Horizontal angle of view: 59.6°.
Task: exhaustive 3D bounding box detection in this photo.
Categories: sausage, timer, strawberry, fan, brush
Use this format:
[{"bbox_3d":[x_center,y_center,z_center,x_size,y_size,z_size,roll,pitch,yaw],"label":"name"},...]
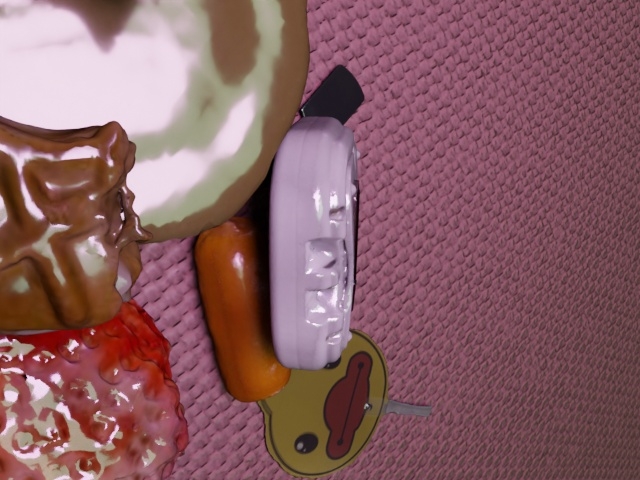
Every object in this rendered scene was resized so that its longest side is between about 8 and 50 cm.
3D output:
[{"bbox_3d":[-0.088,0.085,0.673,0.098,0.098,0.238,-19,110,-29],"label":"sausage"},{"bbox_3d":[0.000,0.000,0.628,0.087,0.237,0.262,2,110,4],"label":"timer"},{"bbox_3d":[-0.275,0.152,0.529,0.265,0.149,0.336,-44,118,-17],"label":"strawberry"},{"bbox_3d":[0.047,0.247,0.837,0.335,0.011,0.230,17,89,-32],"label":"fan"},{"bbox_3d":[-0.014,-0.143,0.724,0.193,0.016,0.063,-52,121,-15],"label":"brush"}]

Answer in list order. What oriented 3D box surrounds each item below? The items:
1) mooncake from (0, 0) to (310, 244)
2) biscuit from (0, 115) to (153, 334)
[{"bbox_3d":[-0.204,-0.183,0.493,0.378,0.200,0.379,-4,98,-28],"label":"mooncake"},{"bbox_3d":[-0.201,-0.129,0.326,0.268,0.115,0.366,15,89,-28],"label":"biscuit"}]
